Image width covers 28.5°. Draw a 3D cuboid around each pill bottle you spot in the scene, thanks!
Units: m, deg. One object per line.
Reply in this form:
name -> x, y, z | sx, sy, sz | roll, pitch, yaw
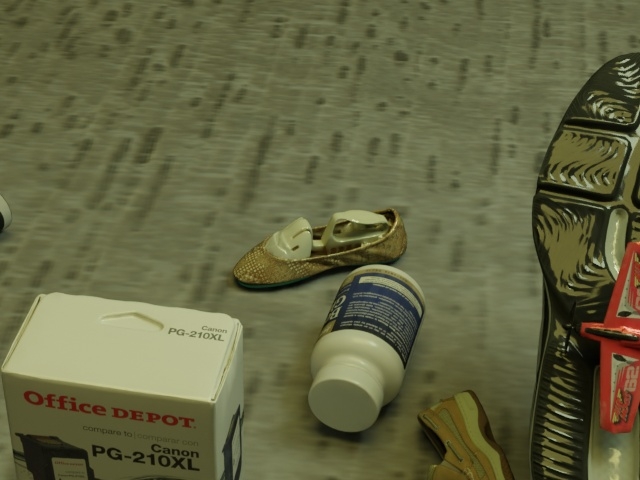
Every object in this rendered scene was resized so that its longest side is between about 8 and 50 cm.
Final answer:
pill bottle -> 0.043, 0.108, 1.247 | 0.094, 0.094, 0.169 | 11, 37, 11

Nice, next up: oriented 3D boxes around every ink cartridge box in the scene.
ink cartridge box -> -0.154, 0.171, 1.032 | 0.172, 0.237, 0.100 | 7, 37, 7

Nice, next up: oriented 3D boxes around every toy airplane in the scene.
toy airplane -> 0.263, 0.077, 0.973 | 0.151, 0.151, 0.028 | 8, -4, 7

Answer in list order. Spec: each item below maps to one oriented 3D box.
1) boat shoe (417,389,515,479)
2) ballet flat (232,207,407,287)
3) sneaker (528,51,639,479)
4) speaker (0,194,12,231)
boat shoe -> 0.133, 0.214, 1.146 | 0.072, 0.068, 0.190 | -15, 29, -3
ballet flat -> 0.000, 0.000, 1.412 | 0.206, 0.067, 0.073 | -13, 40, -19
sneaker -> 0.251, 0.068, 1.133 | 0.169, 0.257, 0.447 | 11, 70, 6
speaker -> -0.413, -0.006, 1.408 | 0.055, 0.055, 0.136 | 23, 41, 26
